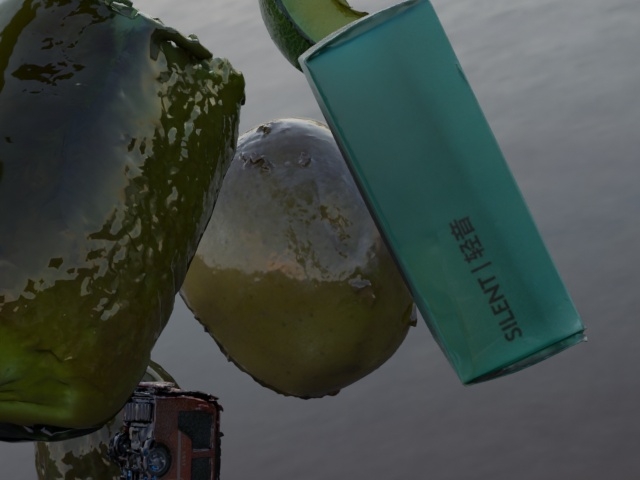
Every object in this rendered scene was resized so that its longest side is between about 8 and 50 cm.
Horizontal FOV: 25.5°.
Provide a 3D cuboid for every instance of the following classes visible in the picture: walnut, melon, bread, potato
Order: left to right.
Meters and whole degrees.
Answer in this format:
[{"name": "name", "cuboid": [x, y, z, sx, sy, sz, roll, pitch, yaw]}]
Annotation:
[{"name": "bread", "cuboid": [-0.208, -0.025, 1.118, 0.208, 0.251, 0.376, -20, 38, 44]}, {"name": "walnut", "cuboid": [-0.264, 0.279, 1.871, 0.227, 0.282, 0.283, -22, 19, -38]}, {"name": "melon", "cuboid": [-0.010, -0.271, 1.801, 0.129, 0.265, 0.169, -36, -8, -23]}, {"name": "potato", "cuboid": [0.000, 0.000, 2.258, 0.385, 0.442, 0.319, -25, -11, -37]}]

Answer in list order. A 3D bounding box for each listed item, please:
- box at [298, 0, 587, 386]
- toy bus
[{"name": "box", "cuboid": [0.096, -0.046, 1.210, 0.118, 0.311, 0.205, -26, 8, 3]}, {"name": "toy bus", "cuboid": [-0.142, 0.247, 1.296, 0.096, 0.234, 0.074, 5, -3, -41]}]
